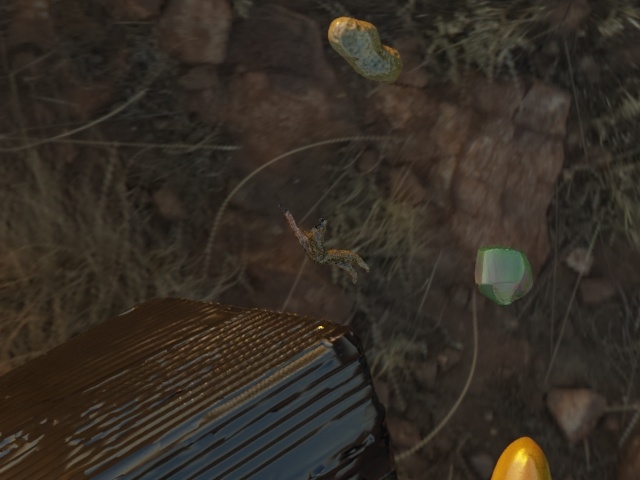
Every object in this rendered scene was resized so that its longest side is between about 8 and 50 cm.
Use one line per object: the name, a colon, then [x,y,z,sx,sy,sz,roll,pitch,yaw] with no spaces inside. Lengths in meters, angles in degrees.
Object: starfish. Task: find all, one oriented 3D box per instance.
starfish: [-0.005,0.004,1.711,0.133,0.130,0.041,31,78,10]

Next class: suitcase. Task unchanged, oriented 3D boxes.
suitcase: [-0.142,0.158,0.769,0.229,0.335,0.152,6,119,51]

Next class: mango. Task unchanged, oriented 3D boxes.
mango: [0.292,0.394,2.032,0.112,0.145,0.219,5,80,-1]

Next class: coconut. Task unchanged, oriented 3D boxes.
coconut: [0.242,0.047,1.863,0.083,0.082,0.081,-11,79,45]

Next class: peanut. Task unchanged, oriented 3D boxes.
peanut: [0.053,-0.220,1.633,0.054,0.054,0.113,-43,127,14]
